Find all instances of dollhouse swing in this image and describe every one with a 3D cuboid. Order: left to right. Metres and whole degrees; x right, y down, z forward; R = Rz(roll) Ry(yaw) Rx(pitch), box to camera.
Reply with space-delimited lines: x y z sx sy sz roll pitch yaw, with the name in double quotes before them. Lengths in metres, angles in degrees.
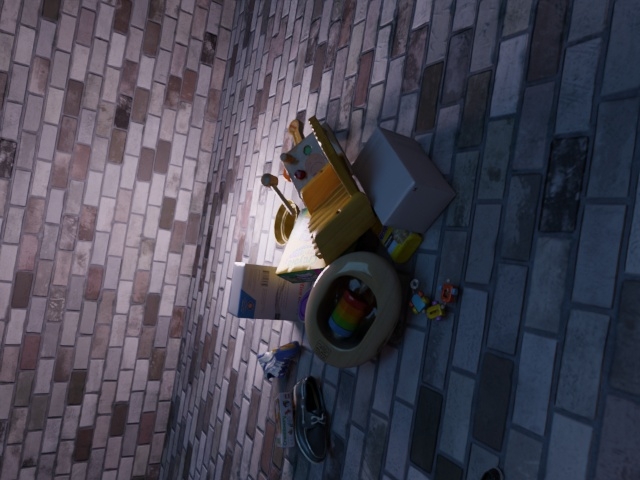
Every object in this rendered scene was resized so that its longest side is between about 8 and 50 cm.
"dollhouse swing" -0.012 -0.175 1.500 0.315 0.305 0.347 -43 31 16

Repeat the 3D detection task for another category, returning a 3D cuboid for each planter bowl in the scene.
"planter bowl" -0.127 -0.076 2.071 0.217 0.090 0.218 -23 62 53

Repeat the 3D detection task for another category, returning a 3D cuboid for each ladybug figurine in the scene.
"ladybug figurine" 0.114 0.227 1.492 0.305 0.161 0.450 40 117 19

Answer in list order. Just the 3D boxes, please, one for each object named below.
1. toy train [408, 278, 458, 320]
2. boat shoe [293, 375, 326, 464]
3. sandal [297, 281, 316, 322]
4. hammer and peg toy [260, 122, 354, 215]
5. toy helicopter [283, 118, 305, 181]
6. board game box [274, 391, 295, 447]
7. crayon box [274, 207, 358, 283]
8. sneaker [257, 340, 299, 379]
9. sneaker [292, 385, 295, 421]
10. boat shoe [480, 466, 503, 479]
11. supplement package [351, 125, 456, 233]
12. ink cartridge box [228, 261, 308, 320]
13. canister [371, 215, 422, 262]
"toy train" 0.336 0.169 1.323 0.166 0.046 0.125 6 85 55
"boat shoe" -0.032 0.667 1.700 0.099 0.116 0.320 -55 34 37
"sandal" 0.001 0.187 1.786 0.417 0.102 0.169 -59 38 30
"hammer and peg toy" -0.054 -0.270 1.836 0.361 0.127 0.266 -35 72 23
"toy helicopter" -0.072 -0.426 2.033 0.235 0.140 0.355 -40 52 32
"board game box" -0.149 0.729 1.816 0.305 0.053 0.193 110 156 -64
"crayon box" 0.000 0.000 1.745 0.362 0.106 0.313 -14 49 55
"sneaker" -0.166 0.531 1.982 0.296 0.111 0.131 -37 69 49
"sneaker" -0.079 0.675 1.801 0.084 0.083 0.215 -63 35 28
"boat shoe" 0.400 0.617 1.101 0.049 0.040 0.142 34 110 55
"supplement package" 0.252 -0.191 1.425 0.175 0.177 0.293 -56 39 33
"ink cartridge box" -0.219 0.221 1.934 0.129 0.307 0.224 1 83 60
"canister" 0.249 -0.024 1.483 0.126 0.073 0.170 -60 39 30
